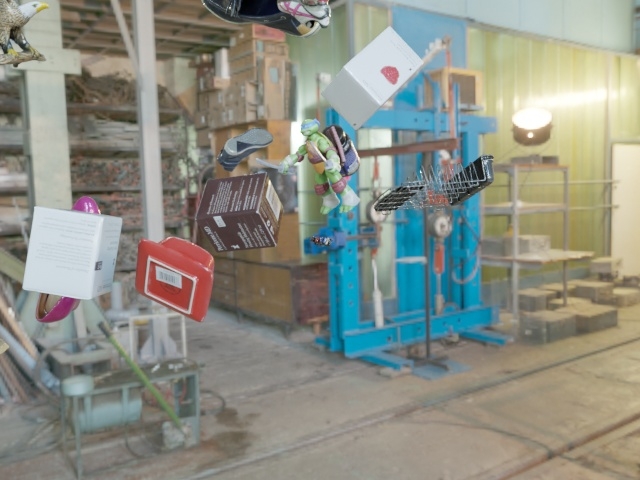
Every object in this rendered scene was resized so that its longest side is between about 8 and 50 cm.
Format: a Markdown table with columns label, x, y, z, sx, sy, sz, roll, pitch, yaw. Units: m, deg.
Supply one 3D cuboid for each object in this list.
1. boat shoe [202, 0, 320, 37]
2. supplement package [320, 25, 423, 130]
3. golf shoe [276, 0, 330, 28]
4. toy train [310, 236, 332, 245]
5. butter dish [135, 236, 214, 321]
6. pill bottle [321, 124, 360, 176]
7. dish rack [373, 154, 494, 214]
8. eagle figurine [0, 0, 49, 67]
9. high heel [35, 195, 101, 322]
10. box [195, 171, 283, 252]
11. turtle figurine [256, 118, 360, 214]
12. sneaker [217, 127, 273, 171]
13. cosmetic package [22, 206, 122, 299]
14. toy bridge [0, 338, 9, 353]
| label | x | y | z | sx | sy | sz | roll | pitch | yaw |
| --- | --- | --- | --- | --- | --- | --- | --- | --- | --- |
| boat shoe | -0.211 | -0.772 | 1.914 | 0.500 | 0.186 | 0.156 | 29 | 6 | 31 |
| supplement package | 0.176 | -0.547 | 2.043 | 0.293 | 0.177 | 0.175 | -49 | 7 | -32 |
| golf shoe | -0.047 | -0.576 | 1.523 | 0.067 | 0.086 | 0.186 | -24 | 32 | -31 |
| toy train | 0.000 | 0.000 | 2.003 | 0.036 | 0.027 | 0.158 | 25 | -7 | -18 |
| butter dish | -0.270 | 0.056 | 1.199 | 0.160 | 0.160 | 0.118 | 25 | 41 | 6 |
| pill bottle | 0.077 | -0.360 | 2.428 | 0.123 | 0.122 | 0.219 | 0 | -28 | 19 |
| dish rack | 0.264 | -0.128 | 1.456 | 0.272 | 0.074 | 0.208 | -7 | -14 | -17 |
| eagle figurine | -0.790 | -0.590 | 1.508 | 0.225 | 0.298 | 0.226 | -23 | 19 | -25 |
| high heel | -0.741 | 0.057 | 1.783 | 0.127 | 0.377 | 0.181 | 11 | 7 | 2 |
| box | -0.240 | -0.083 | 1.841 | 0.203 | 0.167 | 0.168 | -6 | -40 | 16 |
| turtle figurine | -0.024 | -0.180 | 1.673 | 0.198 | 0.266 | 0.274 | -21 | 24 | 21 |
| sneaker | -0.301 | -0.352 | 2.364 | 0.226 | 0.086 | 0.163 | -24 | -13 | -36 |
| cosmetic package | -0.554 | 0.026 | 1.365 | 0.151 | 0.183 | 0.151 | 9 | 2 | -2 |
| toy bridge | -0.772 | 0.180 | 1.335 | 0.063 | 0.188 | 0.026 | 21 | 62 | 45 |
